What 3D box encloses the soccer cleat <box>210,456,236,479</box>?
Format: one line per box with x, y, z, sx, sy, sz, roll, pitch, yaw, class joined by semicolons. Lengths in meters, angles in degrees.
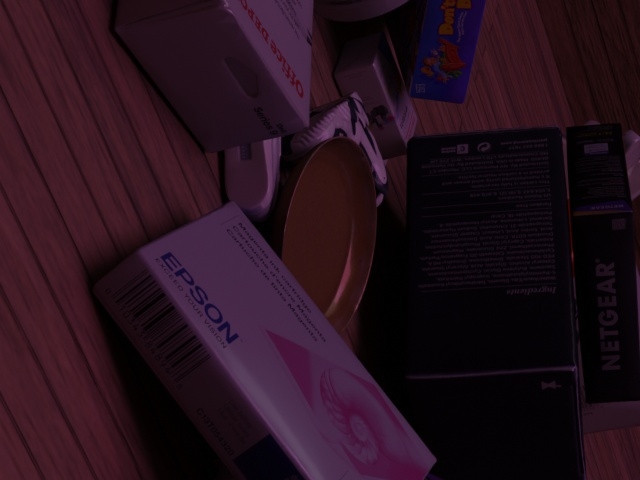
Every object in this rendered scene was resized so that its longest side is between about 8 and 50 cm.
-0.061;0.163;1.424;0.068;0.076;0.196;51;32;-51;soccer cleat

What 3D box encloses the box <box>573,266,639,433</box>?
0.450;0.163;2.617;0.345;0.215;0.168;-75;148;-52;box

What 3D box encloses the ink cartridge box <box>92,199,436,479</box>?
-0.027;0.116;1.391;0.324;0.071;0.330;52;22;1;ink cartridge box

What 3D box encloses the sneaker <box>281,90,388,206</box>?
0.025;-0.084;1.790;0.153;0.094;0.235;65;11;-7;sneaker

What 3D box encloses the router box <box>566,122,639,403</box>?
0.389;0.030;2.064;0.243;0.081;0.309;-79;163;-57;router box

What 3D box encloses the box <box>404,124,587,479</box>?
0.232;0.093;1.991;0.293;0.212;0.395;75;14;-50;box

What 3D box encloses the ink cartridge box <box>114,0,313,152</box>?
-0.100;-0.268;1.529;0.211;0.121;0.289;54;30;-47;ink cartridge box

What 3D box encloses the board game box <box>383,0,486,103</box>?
0.161;-0.367;2.099;0.347;0.078;0.233;-98;-164;-62;board game box

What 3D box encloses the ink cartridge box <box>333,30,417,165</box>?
0.084;-0.181;2.065;0.104;0.061;0.181;-73;145;-55;ink cartridge box

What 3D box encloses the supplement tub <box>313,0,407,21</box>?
0.001;-0.434;1.744;0.325;0.235;0.235;54;30;-48;supplement tub

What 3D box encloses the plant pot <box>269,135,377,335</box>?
0.000;0.000;1.672;0.236;0.032;0.236;-30;124;-59;plant pot

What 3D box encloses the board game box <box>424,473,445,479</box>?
0.158;0.435;1.639;0.208;0.056;0.347;27;48;-55;board game box

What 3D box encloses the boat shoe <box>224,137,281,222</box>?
-0.069;-0.108;1.605;0.063;0.066;0.184;64;17;-67;boat shoe

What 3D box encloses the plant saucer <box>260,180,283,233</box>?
-0.058;-0.042;1.656;0.083;0.015;0.083;-13;90;-71;plant saucer

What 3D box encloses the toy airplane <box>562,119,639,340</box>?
0.351;-0.039;2.398;0.384;0.272;0.386;-34;143;-56;toy airplane
